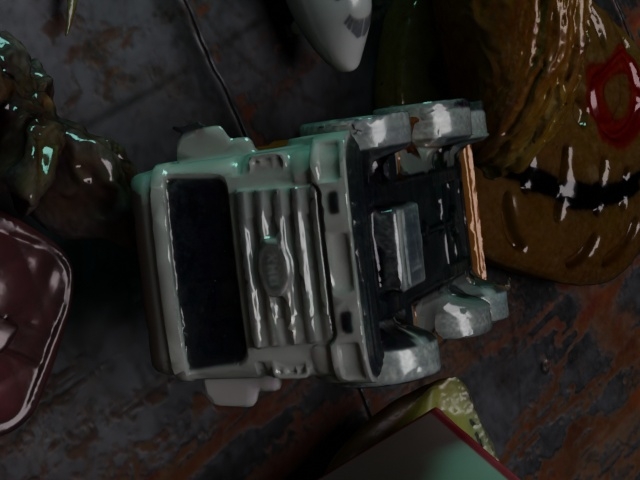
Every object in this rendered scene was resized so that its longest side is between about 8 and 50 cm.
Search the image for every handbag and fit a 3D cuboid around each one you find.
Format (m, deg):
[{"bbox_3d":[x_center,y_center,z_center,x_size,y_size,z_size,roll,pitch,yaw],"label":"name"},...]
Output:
[{"bbox_3d":[-0.270,0.032,1.057,0.225,0.135,0.146,31,71,-39],"label":"handbag"}]

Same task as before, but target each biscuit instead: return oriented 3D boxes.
[{"bbox_3d":[0.196,-0.125,1.556,0.367,0.063,0.314,17,77,-41],"label":"biscuit"}]

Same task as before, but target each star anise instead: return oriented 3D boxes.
[{"bbox_3d":[-0.203,-0.076,1.090,0.073,0.212,0.197,-53,153,14],"label":"star anise"}]

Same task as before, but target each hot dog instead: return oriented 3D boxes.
[{"bbox_3d":[0.147,-0.189,1.379,0.122,0.196,0.272,-12,91,-3],"label":"hot dog"}]

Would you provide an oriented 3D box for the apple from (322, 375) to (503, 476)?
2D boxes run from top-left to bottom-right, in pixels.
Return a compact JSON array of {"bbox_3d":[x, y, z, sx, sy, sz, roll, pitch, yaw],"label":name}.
[{"bbox_3d":[0.064,0.255,1.372,0.193,0.120,0.265,-30,108,-21],"label":"apple"}]

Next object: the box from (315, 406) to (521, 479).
[{"bbox_3d":[0.068,0.345,1.169,0.314,0.312,0.300,-30,109,-9],"label":"box"}]

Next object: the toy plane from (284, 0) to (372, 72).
[{"bbox_3d":[-0.017,-0.254,1.338,0.251,0.101,0.255,-26,109,-41],"label":"toy plane"}]

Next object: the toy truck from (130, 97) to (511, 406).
[{"bbox_3d":[0.000,0.000,1.179,0.387,0.207,0.173,-17,101,-74],"label":"toy truck"}]

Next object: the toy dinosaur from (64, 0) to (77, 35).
[{"bbox_3d":[-0.184,-0.204,1.223,0.041,0.026,0.113,25,61,-57],"label":"toy dinosaur"}]
